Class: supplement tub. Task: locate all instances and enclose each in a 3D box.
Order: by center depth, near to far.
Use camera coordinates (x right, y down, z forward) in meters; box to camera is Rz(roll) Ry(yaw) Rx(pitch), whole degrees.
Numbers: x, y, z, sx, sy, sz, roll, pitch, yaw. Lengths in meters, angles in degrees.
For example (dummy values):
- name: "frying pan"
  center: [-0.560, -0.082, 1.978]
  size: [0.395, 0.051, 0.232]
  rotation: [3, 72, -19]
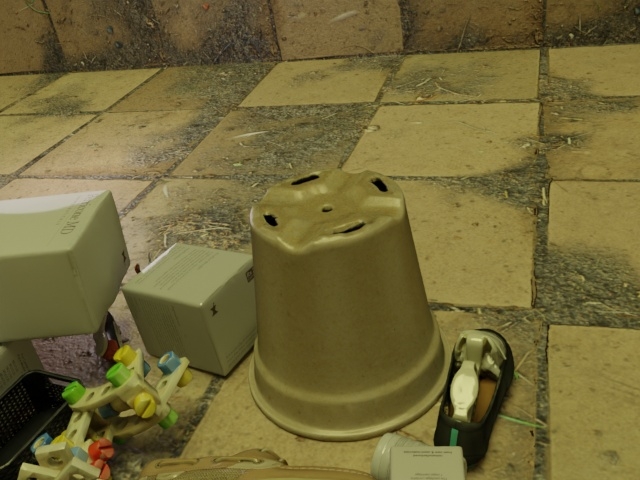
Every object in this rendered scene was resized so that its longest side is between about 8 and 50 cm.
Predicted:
- name: "supplement tub"
  center: [0.126, 0.293, 0.841]
  size: [0.107, 0.071, 0.071]
  rotation: [12, 37, 30]

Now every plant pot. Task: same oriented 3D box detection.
- name: "plant pot"
  center: [0.025, 0.071, 1.003]
  size: [0.333, 0.306, 0.334]
  rotation: [-7, 31, 4]

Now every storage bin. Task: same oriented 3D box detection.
- name: "storage bin"
  center: [-0.437, 0.289, 0.984]
  size: [0.121, 0.085, 0.180]
  rotation: [6, 35, 23]

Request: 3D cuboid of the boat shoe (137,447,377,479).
- name: "boat shoe"
  center: [-0.082, 0.308, 0.821]
  size: [0.340, 0.122, 0.110]
  rotation: [-5, 30, 11]

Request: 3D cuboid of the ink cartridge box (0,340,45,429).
- name: "ink cartridge box"
  center: [-0.638, 0.220, 1.103]
  size: [0.309, 0.130, 0.272]
  rotation: [1, 30, 16]

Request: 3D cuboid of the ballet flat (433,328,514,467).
- name: "ballet flat"
  center: [0.226, 0.195, 0.950]
  size: [0.095, 0.096, 0.280]
  rotation: [3, 33, 19]

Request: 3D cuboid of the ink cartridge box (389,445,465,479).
- name: "ink cartridge box"
  center: [0.116, 0.343, 0.688]
  size: [0.085, 0.148, 0.203]
  rotation: [-2, 33, 7]

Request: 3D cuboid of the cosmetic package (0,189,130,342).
- name: "cosmetic package"
  center: [-0.578, 0.050, 1.099]
  size: [0.452, 0.162, 0.230]
  rotation: [-6, 27, 2]

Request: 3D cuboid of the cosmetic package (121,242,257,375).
- name: "cosmetic package"
  center: [-0.207, 0.113, 1.138]
  size: [0.183, 0.152, 0.151]
  rotation: [9, 36, 32]

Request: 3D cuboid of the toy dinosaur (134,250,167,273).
- name: "toy dinosaur"
  center: [-0.347, 0.055, 1.385]
  size: [0.082, 0.047, 0.090]
  rotation: [-34, 46, -5]

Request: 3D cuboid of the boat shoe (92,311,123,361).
- name: "boat shoe"
  center: [-0.383, 0.173, 1.200]
  size: [0.043, 0.049, 0.137]
  rotation: [25, 14, -30]

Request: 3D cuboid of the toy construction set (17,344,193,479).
- name: "toy construction set"
  center: [-0.294, 0.276, 0.866]
  size: [0.215, 0.151, 0.328]
  rotation: [-31, 11, 11]
